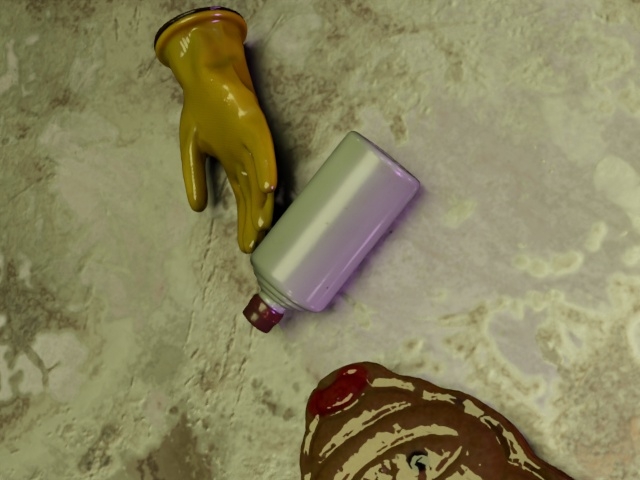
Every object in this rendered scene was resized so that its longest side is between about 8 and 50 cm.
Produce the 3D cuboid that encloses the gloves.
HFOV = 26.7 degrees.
[{"bbox_3d":[-0.109,-0.122,1.595,0.116,0.133,0.294,-11,67,-13],"label":"gloves"}]

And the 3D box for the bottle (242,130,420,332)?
[{"bbox_3d":[0.000,0.000,1.519,0.104,0.104,0.245,41,97,29],"label":"bottle"}]

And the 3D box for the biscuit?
[{"bbox_3d":[0.092,0.301,1.381,0.359,0.074,0.381,-31,70,4],"label":"biscuit"}]
